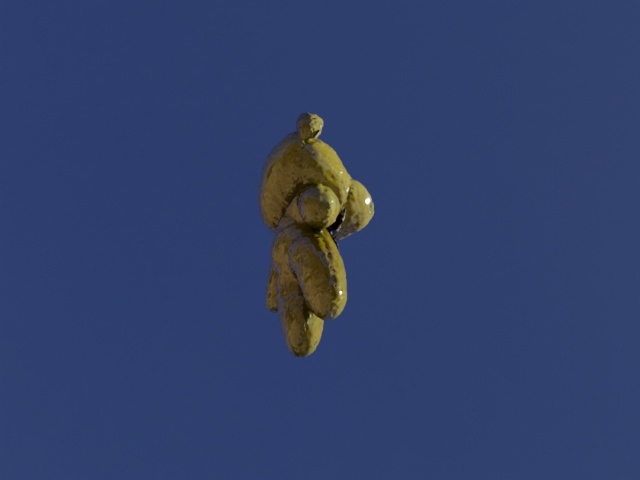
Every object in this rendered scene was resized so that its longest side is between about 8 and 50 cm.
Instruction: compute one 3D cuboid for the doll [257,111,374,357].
[{"bbox_3d":[0.000,0.000,1.203,0.097,0.209,0.137,5,-42,-12],"label":"doll"}]
